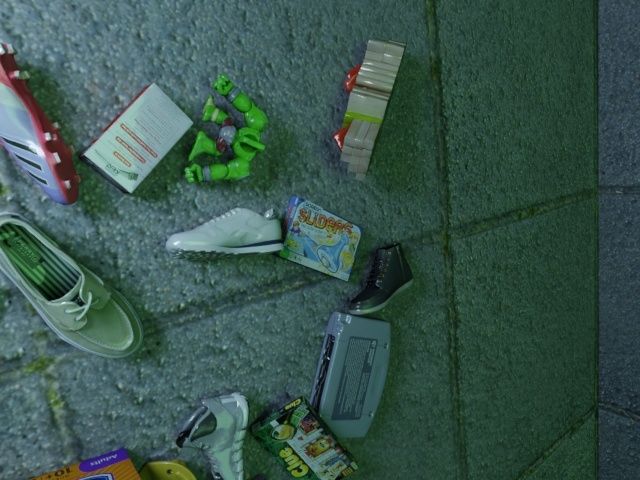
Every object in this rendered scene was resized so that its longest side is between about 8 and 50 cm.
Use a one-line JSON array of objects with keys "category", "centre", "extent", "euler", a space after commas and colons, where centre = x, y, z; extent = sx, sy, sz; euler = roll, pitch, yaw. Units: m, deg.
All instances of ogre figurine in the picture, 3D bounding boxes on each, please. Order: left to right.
[{"category": "ogre figurine", "centre": [-0.169, -0.188, 0.828], "extent": [0.118, 0.097, 0.196], "euler": [19, 72, -25]}]

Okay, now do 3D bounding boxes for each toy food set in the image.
[{"category": "toy food set", "centre": [-0.274, 0.505, 0.836], "extent": [0.128, 0.071, 0.217], "euler": [-4, 92, 1]}]

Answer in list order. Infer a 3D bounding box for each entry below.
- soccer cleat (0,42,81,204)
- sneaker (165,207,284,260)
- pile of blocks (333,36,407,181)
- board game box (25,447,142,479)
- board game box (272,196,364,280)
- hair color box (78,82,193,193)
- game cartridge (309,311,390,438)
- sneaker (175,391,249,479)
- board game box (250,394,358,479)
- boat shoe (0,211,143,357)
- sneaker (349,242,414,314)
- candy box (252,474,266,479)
[{"category": "soccer cleat", "centre": [-0.441, -0.161, 0.649], "extent": [0.095, 0.083, 0.247], "euler": [-19, 113, -3]}, {"category": "sneaker", "centre": [-0.181, -0.013, 0.853], "extent": [0.235, 0.090, 0.094], "euler": [-4, 84, -40]}, {"category": "pile of blocks", "centre": [0.098, -0.313, 1.023], "extent": [0.113, 0.149, 0.361], "euler": [17, 70, 6]}, {"category": "board game box", "centre": [-0.387, 0.572, 0.578], "extent": [0.357, 0.356, 0.356], "euler": [-6, 98, -36]}, {"category": "board game box", "centre": [0.000, 0.000, 1.006], "extent": [0.201, 0.035, 0.136], "euler": [22, 81, -36]}, {"category": "hair color box", "centre": [-0.307, -0.171, 0.752], "extent": [0.093, 0.053, 0.167], "euler": [47, 67, -32]}, {"category": "game cartridge", "centre": [0.078, 0.329, 1.088], "extent": [0.196, 0.060, 0.293], "euler": [17, 85, -33]}, {"category": "sneaker", "centre": [-0.218, 0.414, 0.867], "extent": [0.132, 0.086, 0.228], "euler": [9, 79, -32]}, {"category": "board game box", "centre": [-0.030, 0.465, 0.999], "extent": [0.136, 0.030, 0.259], "euler": [-31, 116, 4]}, {"category": "boat shoe", "centre": [-0.392, 0.085, 0.688], "extent": [0.109, 0.094, 0.302], "euler": [-49, 120, -22]}, {"category": "sneaker", "centre": [0.136, 0.092, 1.098], "extent": [0.222, 0.083, 0.118], "euler": [-28, 105, -40]}, {"category": "candy box", "centre": [-0.155, 0.630, 0.933], "extent": [0.165, 0.070, 0.196], "euler": [-21, 108, -33]}]
